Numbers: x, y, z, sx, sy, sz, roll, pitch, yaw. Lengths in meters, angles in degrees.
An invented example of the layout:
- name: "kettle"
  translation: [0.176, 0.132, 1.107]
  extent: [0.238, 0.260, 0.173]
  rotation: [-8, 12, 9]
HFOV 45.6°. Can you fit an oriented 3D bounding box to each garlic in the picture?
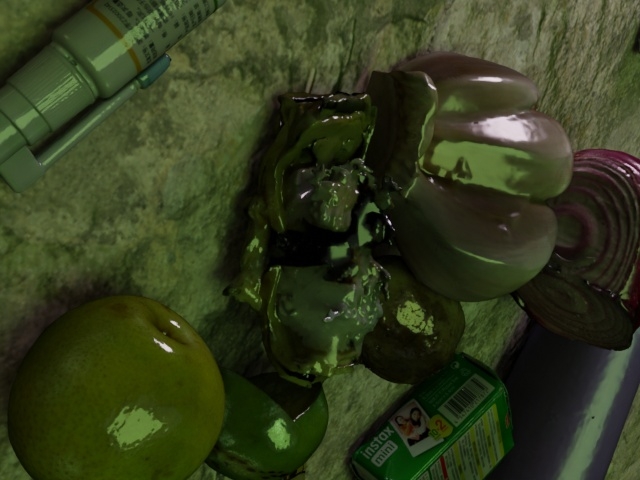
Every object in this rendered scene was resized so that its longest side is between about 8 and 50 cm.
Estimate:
- name: "garlic"
  translation: [0.179, -0.070, 0.848]
  extent: [0.325, 0.132, 0.278]
  rotation: [8, 87, -35]

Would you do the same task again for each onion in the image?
- name: "onion"
  translation: [0.383, 0.003, 1.063]
  extent: [0.230, 0.273, 0.256]
  rotation: [-60, 173, -18]

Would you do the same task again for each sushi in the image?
- name: "sushi"
  translation: [-0.005, -0.001, 0.736]
  extent: [0.139, 0.131, 0.290]
  rotation: [-6, 106, -47]

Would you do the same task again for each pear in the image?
- name: "pear"
  translation: [-0.184, 0.151, 0.643]
  extent: [0.216, 0.166, 0.180]
  rotation: [-46, 155, 16]

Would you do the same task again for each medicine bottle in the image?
- name: "medicine bottle"
  translation: [-0.164, -0.130, 0.574]
  extent: [0.221, 0.061, 0.092]
  rotation: [-45, 155, -17]

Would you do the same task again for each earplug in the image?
- name: "earplug"
  translation: [0.406, 0.237, 1.236]
  extent: [0.215, 0.215, 0.455]
  rotation: [24, 90, -48]

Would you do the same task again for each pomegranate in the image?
- name: "pomegranate"
  translation: [-0.058, 0.187, 0.785]
  extent: [0.169, 0.143, 0.122]
  rotation: [11, 73, -57]

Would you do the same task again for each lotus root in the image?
- name: "lotus root"
  translation: [0.088, 0.084, 0.887]
  extent: [0.138, 0.138, 0.214]
  rotation: [-49, 131, -13]

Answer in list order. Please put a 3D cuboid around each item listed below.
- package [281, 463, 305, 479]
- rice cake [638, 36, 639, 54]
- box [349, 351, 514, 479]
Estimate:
- name: "package"
  translation: [-0.055, 0.272, 0.906]
  extent: [0.071, 0.047, 0.131]
  rotation: [-17, 121, -35]
- name: "rice cake"
  translation: [0.571, -0.328, 1.201]
  extent: [0.222, 0.042, 0.080]
  rotation: [-11, 117, -42]
- name: "box"
  translation: [0.166, 0.302, 1.101]
  extent: [0.250, 0.103, 0.180]
  rotation: [-38, 133, -22]
